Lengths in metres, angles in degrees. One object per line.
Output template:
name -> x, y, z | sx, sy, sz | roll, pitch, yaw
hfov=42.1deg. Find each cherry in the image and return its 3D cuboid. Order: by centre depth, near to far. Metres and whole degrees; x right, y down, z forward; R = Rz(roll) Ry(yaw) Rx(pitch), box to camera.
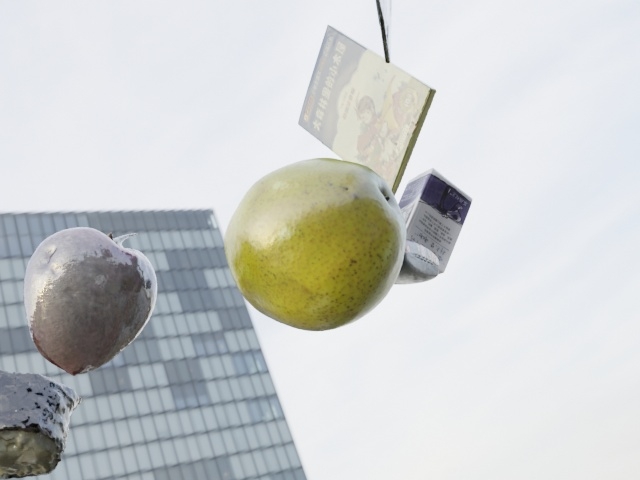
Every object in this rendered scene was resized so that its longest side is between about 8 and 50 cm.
cherry -> -0.367, 0.082, 1.322 | 0.184, 0.266, 0.213 | -5, -24, 38

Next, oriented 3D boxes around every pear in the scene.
pear -> 0.000, 0.000, 1.323 | 0.294, 0.294, 0.294 | -17, -29, -10

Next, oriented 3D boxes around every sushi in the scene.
sushi -> -0.617, 0.308, 1.480 | 0.349, 0.207, 0.234 | 3, -43, -5

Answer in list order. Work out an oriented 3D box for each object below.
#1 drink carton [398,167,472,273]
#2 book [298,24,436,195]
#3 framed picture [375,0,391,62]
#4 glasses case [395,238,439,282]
drink carton -> 0.243, -0.035, 1.917 | 0.134, 0.222, 0.102 | 36, -30, -19
book -> 0.078, -0.261, 1.641 | 0.018, 0.322, 0.228 | -5, -56, -41
framed picture -> 0.097, -0.458, 1.231 | 0.013, 0.323, 0.244 | 0, -9, 7
glasses case -> 0.148, 0.042, 1.653 | 0.122, 0.082, 0.321 | -3, -9, 22
